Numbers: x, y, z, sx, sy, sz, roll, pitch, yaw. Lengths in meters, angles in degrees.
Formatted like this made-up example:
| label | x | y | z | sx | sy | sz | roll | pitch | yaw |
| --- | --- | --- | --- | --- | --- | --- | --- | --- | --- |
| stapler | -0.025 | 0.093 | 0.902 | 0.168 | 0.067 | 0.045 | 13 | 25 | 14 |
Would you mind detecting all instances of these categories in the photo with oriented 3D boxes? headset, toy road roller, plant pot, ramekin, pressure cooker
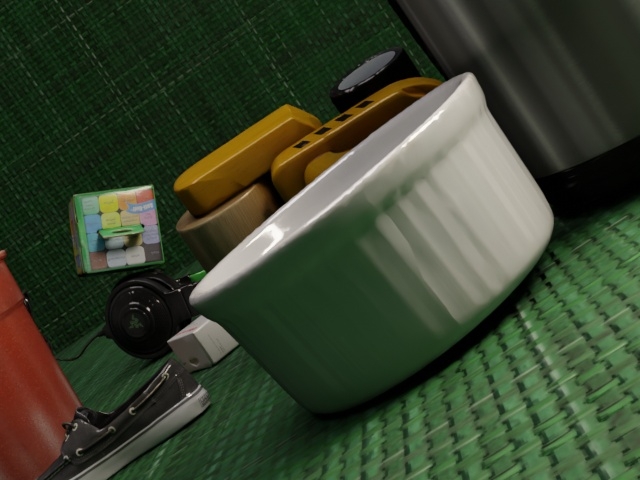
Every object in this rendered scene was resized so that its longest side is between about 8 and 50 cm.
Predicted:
| label | x | y | z | sx | sy | sz | roll | pitch | yaw |
| --- | --- | --- | --- | --- | --- | --- | --- | --- | --- |
| headset | -0.294 | 0.093 | 1.964 | 0.394 | 0.185 | 0.243 | -24 | 4 | -6 |
| toy road roller | 0.023 | -0.033 | 1.210 | 0.330 | 0.202 | 0.240 | -32 | 17 | 6 |
| plant pot | -0.436 | 0.197 | 1.515 | 0.272 | 0.265 | 0.272 | -33 | 6 | 4 |
| ramekin | 0.046 | 0.008 | 0.934 | 0.277 | 0.135 | 0.277 | -38 | 6 | 5 |
| pressure cooker | 0.228 | -0.289 | 1.020 | 0.375 | 0.420 | 0.370 | -34 | 7 | 7 |

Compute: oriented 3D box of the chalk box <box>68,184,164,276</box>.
| label | x | y | z | sx | sy | sz | roll | pitch | yaw |
| --- | --- | --- | --- | --- | --- | --- | --- | --- | --- |
| chalk box | -0.331 | -0.016 | 1.954 | 0.132 | 0.132 | 0.213 | -7 | -2 | -16 |

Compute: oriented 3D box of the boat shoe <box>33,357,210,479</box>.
| label | x | y | z | sx | sy | sz | roll | pitch | yaw |
| --- | --- | --- | --- | --- | --- | --- | --- | --- | --- |
| boat shoe | -0.225 | 0.200 | 1.245 | 0.228 | 0.076 | 0.080 | -33 | 6 | 8 |

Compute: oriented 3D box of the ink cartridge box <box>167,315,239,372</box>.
| label | x | y | z | sx | sy | sz | roll | pitch | yaw |
| --- | --- | --- | --- | --- | --- | --- | --- | --- | --- |
| ink cartridge box | -0.123 | 0.109 | 1.534 | 0.122 | 0.052 | 0.088 | -39 | 8 | -31 |
